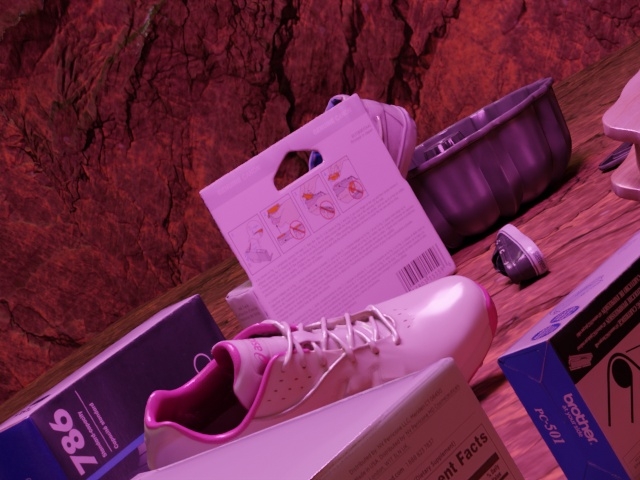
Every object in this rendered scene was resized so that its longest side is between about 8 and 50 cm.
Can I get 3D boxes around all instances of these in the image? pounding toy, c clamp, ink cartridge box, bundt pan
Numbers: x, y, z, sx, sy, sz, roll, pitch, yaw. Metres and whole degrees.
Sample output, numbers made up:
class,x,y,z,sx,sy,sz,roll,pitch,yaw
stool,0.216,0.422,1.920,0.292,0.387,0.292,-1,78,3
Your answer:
class,x,y,z,sx,sy,sz,roll,pitch,yaw
pounding toy,0.378,-0.096,1.626,0.154,0.155,0.269,6,36,31
c clamp,0.400,-0.126,2.077,0.137,0.022,0.160,-33,4,40
ink cartridge box,0.196,0.057,1.030,0.046,0.097,0.207,-26,8,46
ink cartridge box,-0.178,0.190,1.552,0.065,0.165,0.332,-25,8,40
bundt pan,0.186,-0.077,2.239,0.331,0.124,0.331,-30,4,3
ink cartridge box,0.000,0.000,1.919,0.275,0.239,0.060,-35,7,-39

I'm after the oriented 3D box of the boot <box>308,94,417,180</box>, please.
class,x,y,z,sx,sy,sz,roll,pitch,yaw
boot,0.030,-0.044,2.056,0.123,0.258,0.095,13,-5,-39

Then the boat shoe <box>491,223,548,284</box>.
class,x,y,z,sx,sy,sz,roll,pitch,yaw
boat shoe,0.192,0.016,1.738,0.040,0.049,0.142,-32,7,-1

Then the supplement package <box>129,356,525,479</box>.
class,x,y,z,sx,sy,sz,roll,pitch,yaw
supplement package,-0.042,0.194,0.835,0.262,0.145,0.204,-27,6,45

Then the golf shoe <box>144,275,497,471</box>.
class,x,y,z,sx,sy,sz,roll,pitch,yaw
golf shoe,0.000,0.108,1.337,0.306,0.140,0.115,-35,38,-10
